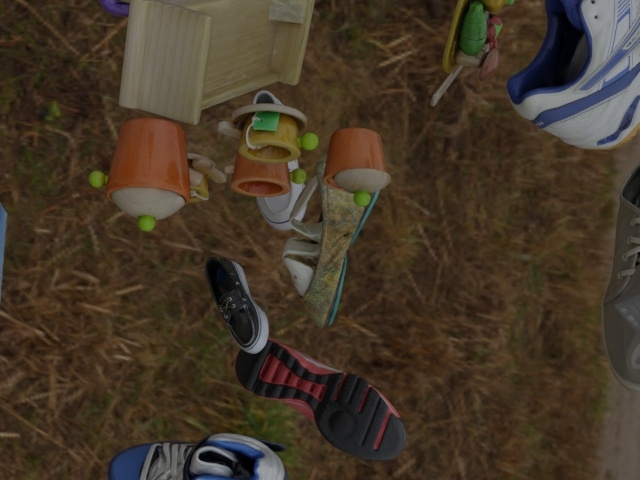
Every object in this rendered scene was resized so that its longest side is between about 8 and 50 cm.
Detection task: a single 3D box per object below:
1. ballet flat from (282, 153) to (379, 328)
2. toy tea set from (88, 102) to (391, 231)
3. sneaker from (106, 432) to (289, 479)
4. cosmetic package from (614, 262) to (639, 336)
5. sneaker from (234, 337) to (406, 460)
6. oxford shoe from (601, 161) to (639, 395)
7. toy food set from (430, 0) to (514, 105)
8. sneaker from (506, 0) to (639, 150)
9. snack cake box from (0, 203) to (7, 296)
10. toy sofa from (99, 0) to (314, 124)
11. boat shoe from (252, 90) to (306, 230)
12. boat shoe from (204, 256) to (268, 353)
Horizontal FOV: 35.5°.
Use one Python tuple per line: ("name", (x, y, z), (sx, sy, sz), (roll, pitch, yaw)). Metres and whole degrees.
("ballet flat", (0.000, 0.000, 1.559), (0.123, 0.123, 0.348), (-28, 149, -37))
("toy tea set", (-0.089, -0.065, 1.150), (0.200, 0.336, 0.124), (33, 55, -62))
("sneaker", (-0.209, 0.358, 1.593), (0.236, 0.323, 0.130), (82, 19, -58))
("cosmetic package", (0.511, 0.046, 1.282), (0.107, 0.238, 0.127), (51, 54, -7))
("sneaker", (0.016, 0.248, 1.636), (0.116, 0.314, 0.136), (-63, 158, 4))
("oxford shoe", (0.531, 0.035, 1.585), (0.130, 0.169, 0.449), (54, 46, -45))
("toy food set", (0.230, -0.289, 1.402), (0.128, 0.071, 0.218), (-50, 160, -39))
("sneaker", (0.274, -0.222, 0.884), (0.131, 0.112, 0.296), (14, 109, -28))
("snack cake box", (-0.495, 0.057, 1.278), (0.089, 0.152, 0.264), (81, 0, -55))
("toy sofa", (-0.163, -0.288, 1.435), (0.362, 0.177, 0.150), (-39, 144, -61))
("boat shoe", (-0.083, -0.150, 1.806), (0.088, 0.096, 0.267), (55, 28, -61))
("boat shoe", (-0.103, 0.075, 1.171), (0.040, 0.142, 0.049), (26, 116, -42))
